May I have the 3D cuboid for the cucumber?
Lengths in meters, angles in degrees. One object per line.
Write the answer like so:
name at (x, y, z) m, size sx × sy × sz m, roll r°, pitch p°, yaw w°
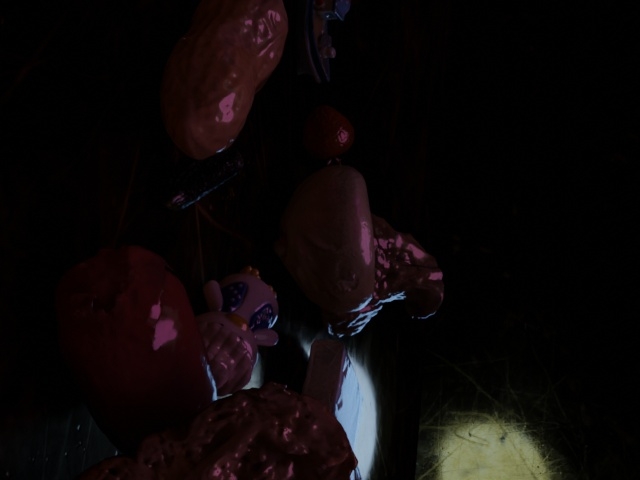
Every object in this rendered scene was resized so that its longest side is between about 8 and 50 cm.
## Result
cucumber at (-0.170, -0.082, 1.361) m, size 0.215 × 0.058 × 0.052 m, roll -49°, pitch 145°, yaw -63°

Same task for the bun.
bun at (0.000, 0.000, 1.819) m, size 0.283 × 0.179 × 0.283 m, roll 176°, pitch -90°, yaw -85°

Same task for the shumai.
shumai at (0.134, 0.059, 2.134) m, size 0.267 × 0.262 × 0.314 m, roll -68°, pitch 153°, yaw -54°

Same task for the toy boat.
toy boat at (0.008, -0.416, 1.908) m, size 0.109 × 0.098 × 0.238 m, roll 33°, pitch 61°, yaw -69°

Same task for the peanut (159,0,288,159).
peanut at (-0.132, -0.238, 1.344) m, size 0.313 × 0.149 × 0.149 m, roll -73°, pitch 159°, yaw -43°

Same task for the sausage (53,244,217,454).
sausage at (-0.201, 0.128, 1.099) m, size 0.152 × 0.152 × 0.280 m, roll -72°, pitch 159°, yaw -46°

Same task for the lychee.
lychee at (0.021, -0.200, 1.951) m, size 0.140 × 0.101 × 0.114 m, roll 51°, pitch 24°, yaw -19°

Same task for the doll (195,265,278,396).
doll at (-0.129, 0.126, 1.433) m, size 0.138 × 0.119 × 0.293 m, roll 44°, pitch 27°, yaw -7°

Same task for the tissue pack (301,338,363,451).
tissue pack at (0.024, 0.345, 2.088) m, size 0.263 × 0.089 × 0.177 m, roll 73°, pitch 25°, yaw -57°

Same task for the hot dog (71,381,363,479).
hot dog at (-0.121, 0.332, 1.130) m, size 0.196 × 0.367 × 0.365 m, roll 62°, pitch -4°, yaw 18°
